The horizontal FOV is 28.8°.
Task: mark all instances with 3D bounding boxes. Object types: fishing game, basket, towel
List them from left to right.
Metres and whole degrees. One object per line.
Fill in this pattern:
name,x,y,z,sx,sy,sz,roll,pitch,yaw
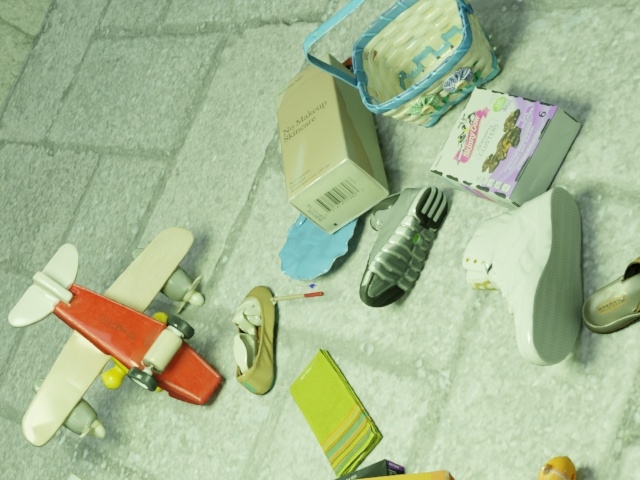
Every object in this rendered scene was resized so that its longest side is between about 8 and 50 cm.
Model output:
fishing game,0.000,0.000,2.244,0.189,0.041,0.264,-10,51,45
towel,0.018,0.282,2.050,0.102,0.021,0.237,-50,38,12
basket,0.148,-0.335,2.086,0.255,0.289,0.201,-38,42,28

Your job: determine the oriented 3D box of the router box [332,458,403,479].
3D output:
router box,0.050,0.425,1.898,0.179,0.046,0.133,-28,47,34

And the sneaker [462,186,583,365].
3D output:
sneaker,0.288,0.071,1.822,0.169,0.108,0.292,-23,40,40

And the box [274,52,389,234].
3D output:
box,0.016,-0.179,2.249,0.148,0.121,0.311,-35,39,22

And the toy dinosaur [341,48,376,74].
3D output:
toy dinosaur,0.071,-0.340,2.367,0.082,0.090,0.047,121,141,-59

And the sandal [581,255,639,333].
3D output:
sandal,0.438,0.053,1.689,0.219,0.060,0.090,-32,45,32

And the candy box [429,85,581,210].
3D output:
candy box,0.291,-0.145,1.980,0.196,0.070,0.165,25,86,52

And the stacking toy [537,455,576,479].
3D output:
stacking toy,0.248,0.409,1.618,0.166,0.175,0.302,12,64,49

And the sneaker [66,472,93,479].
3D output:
sneaker,-0.403,0.529,2.286,0.321,0.126,0.127,6,66,62

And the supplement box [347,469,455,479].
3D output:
supplement box,0.082,0.389,1.790,0.233,0.080,0.078,-8,54,17

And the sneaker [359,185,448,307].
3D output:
sneaker,0.114,0.007,2.084,0.228,0.086,0.132,-56,31,-12

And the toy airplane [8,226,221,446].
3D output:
toy airplane,-0.396,0.184,2.382,0.386,0.272,0.384,-16,62,2

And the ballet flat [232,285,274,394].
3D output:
ballet flat,-0.123,0.166,2.244,0.080,0.073,0.232,-34,44,29
